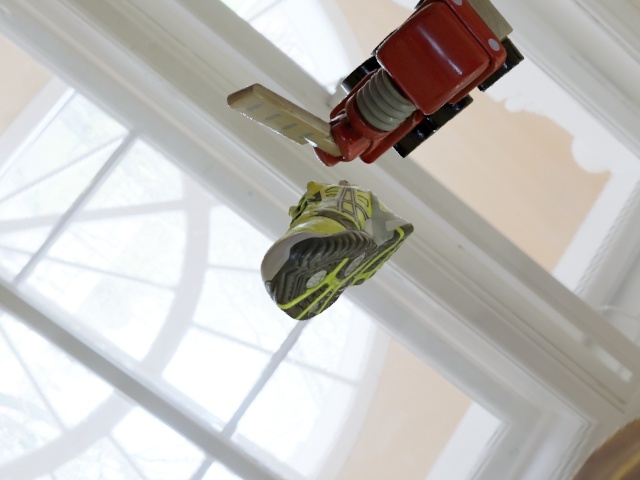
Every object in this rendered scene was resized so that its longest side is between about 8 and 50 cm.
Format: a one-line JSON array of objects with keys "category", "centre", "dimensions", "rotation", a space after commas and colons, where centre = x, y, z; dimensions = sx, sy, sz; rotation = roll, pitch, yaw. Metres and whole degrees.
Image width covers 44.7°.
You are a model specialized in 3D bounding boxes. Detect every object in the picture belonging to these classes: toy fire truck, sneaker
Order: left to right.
[{"category": "sneaker", "centre": [0.000, 0.000, 1.079], "dimensions": [0.145, 0.147, 0.385], "rotation": [-50, 168, 18]}, {"category": "toy fire truck", "centre": [0.053, -0.157, 0.800], "dimensions": [0.246, 0.158, 0.217], "rotation": [-41, -178, -43]}]
